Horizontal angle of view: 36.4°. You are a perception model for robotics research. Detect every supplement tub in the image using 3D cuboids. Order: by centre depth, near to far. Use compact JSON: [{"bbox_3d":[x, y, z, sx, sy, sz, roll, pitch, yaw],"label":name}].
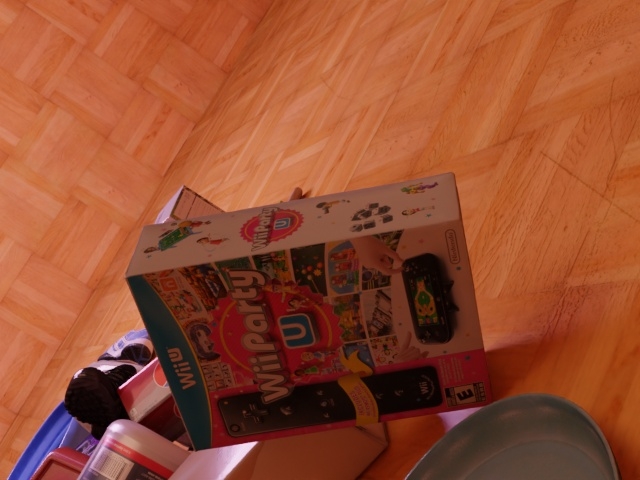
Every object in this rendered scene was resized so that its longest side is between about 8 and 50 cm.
[{"bbox_3d":[-0.266,0.400,1.319,0.272,0.191,0.191,-61,18,-16],"label":"supplement tub"}]

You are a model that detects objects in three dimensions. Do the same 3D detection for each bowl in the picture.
[{"bbox_3d":[-0.638,0.540,2.246,0.391,0.077,0.391,-48,18,22],"label":"bowl"}]

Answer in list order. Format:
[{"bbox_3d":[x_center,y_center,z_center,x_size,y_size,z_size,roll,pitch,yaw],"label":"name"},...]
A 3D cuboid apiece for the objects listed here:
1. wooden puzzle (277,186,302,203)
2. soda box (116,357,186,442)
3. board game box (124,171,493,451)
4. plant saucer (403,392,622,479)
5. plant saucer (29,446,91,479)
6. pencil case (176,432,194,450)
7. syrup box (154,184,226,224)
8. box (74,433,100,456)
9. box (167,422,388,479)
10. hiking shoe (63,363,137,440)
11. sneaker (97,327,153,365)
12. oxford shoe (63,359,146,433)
[{"bbox_3d":[-0.140,0.015,1.909,0.238,0.044,0.221,-39,19,44],"label":"wooden puzzle"},{"bbox_3d":[-0.170,0.188,1.465,0.263,0.092,0.083,-39,46,-2],"label":"soda box"},{"bbox_3d":[-0.002,0.074,0.934,0.303,0.224,0.098,-10,32,9],"label":"board game box"},{"bbox_3d":[0.127,0.270,0.769,0.318,0.043,0.318,-49,18,22],"label":"plant saucer"},{"bbox_3d":[-0.395,0.442,1.476,0.259,0.048,0.258,11,55,35],"label":"plant saucer"},{"bbox_3d":[-0.193,0.204,1.611,0.273,0.113,0.124,-63,1,-27],"label":"pencil case"},{"bbox_3d":[-0.173,0.019,1.691,0.096,0.236,0.093,-44,20,36],"label":"syrup box"},{"bbox_3d":[-0.389,0.428,1.679,0.184,0.103,0.261,-45,15,-14],"label":"box"},{"bbox_3d":[-0.067,0.272,1.145,0.311,0.121,0.148,-50,18,17],"label":"box"},{"bbox_3d":[-0.336,0.237,1.534,0.227,0.086,0.114,85,-167,-57],"label":"hiking shoe"},{"bbox_3d":[-0.439,0.258,2.252,0.211,0.080,0.081,-24,28,42],"label":"sneaker"},{"bbox_3d":[-0.387,0.292,1.924,0.130,0.169,0.449,-42,8,-31],"label":"oxford shoe"}]
